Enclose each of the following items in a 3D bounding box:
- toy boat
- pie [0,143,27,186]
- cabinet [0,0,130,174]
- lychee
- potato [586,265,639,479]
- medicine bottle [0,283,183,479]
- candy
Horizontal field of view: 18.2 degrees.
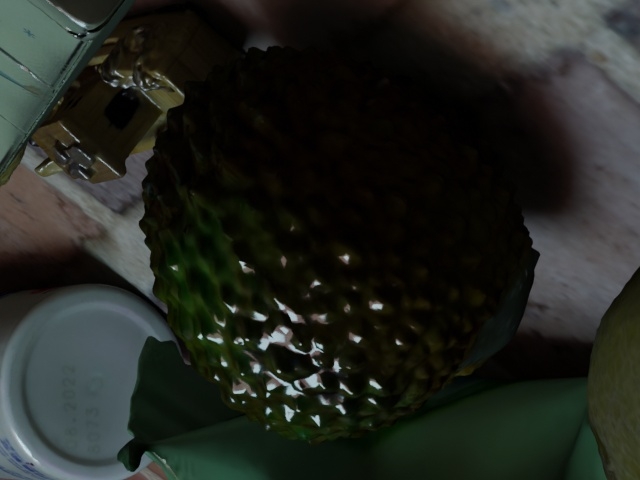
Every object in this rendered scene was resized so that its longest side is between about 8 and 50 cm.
[{"bbox_3d":[-0.101,-0.060,0.946,0.064,0.072,0.206,43,157,-16],"label":"toy boat"},{"bbox_3d":[-0.303,-0.128,1.086,0.339,0.083,0.339,28,156,14],"label":"pie"},{"bbox_3d":[-0.118,-0.136,0.702,0.145,0.150,0.206,37,159,-7],"label":"cabinet"},{"bbox_3d":[0.000,0.000,0.821,0.171,0.171,0.171,30,158,13],"label":"lychee"},{"bbox_3d":[0.181,0.063,0.688,0.174,0.159,0.251,-3,160,17],"label":"potato"},{"bbox_3d":[-0.222,0.101,1.390,0.130,0.130,0.341,42,157,-19],"label":"medicine bottle"},{"bbox_3d":[0.125,0.140,0.979,0.398,0.172,0.263,-8,148,32],"label":"candy"}]
